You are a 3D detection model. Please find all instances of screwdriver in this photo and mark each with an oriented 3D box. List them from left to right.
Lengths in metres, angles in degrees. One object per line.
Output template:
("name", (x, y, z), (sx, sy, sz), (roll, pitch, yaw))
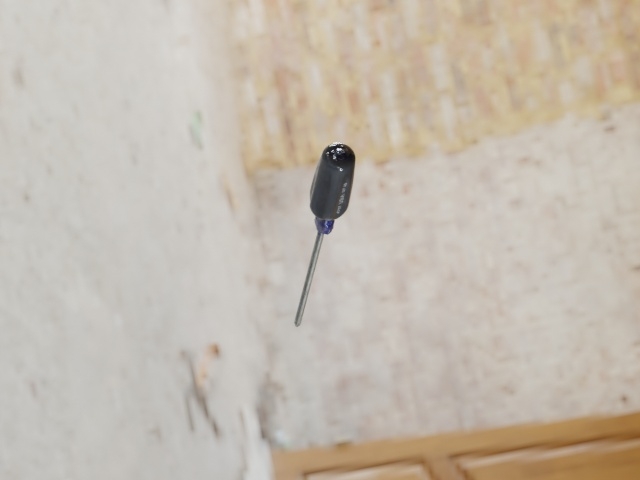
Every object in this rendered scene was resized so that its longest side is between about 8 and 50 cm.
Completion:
("screwdriver", (0.000, 0.000, 1.048), (0.025, 0.024, 0.170), (-55, 168, -31))
